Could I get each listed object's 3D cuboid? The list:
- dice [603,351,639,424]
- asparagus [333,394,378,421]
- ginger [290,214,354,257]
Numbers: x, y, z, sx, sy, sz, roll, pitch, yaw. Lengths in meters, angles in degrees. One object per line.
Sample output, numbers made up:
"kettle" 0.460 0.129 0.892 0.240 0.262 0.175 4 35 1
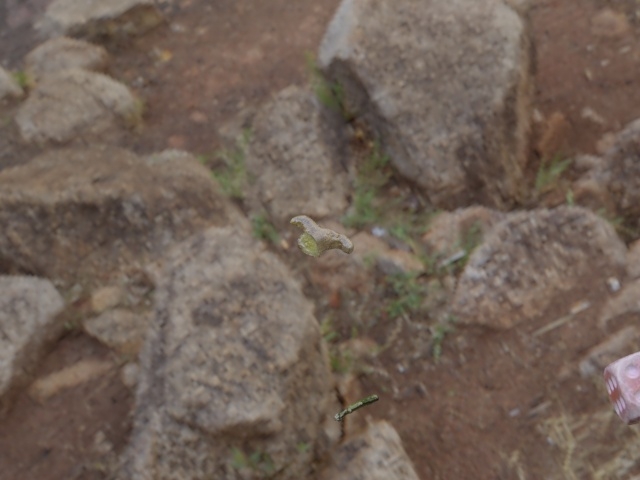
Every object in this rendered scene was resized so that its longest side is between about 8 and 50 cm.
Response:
"dice" 0.482 0.218 1.870 0.091 0.093 0.094 -17 71 -3
"asparagus" 0.064 0.299 2.245 0.015 0.018 0.127 -26 -6 39
"ginger" -0.001 0.000 1.739 0.048 0.097 0.030 -64 2 -12
